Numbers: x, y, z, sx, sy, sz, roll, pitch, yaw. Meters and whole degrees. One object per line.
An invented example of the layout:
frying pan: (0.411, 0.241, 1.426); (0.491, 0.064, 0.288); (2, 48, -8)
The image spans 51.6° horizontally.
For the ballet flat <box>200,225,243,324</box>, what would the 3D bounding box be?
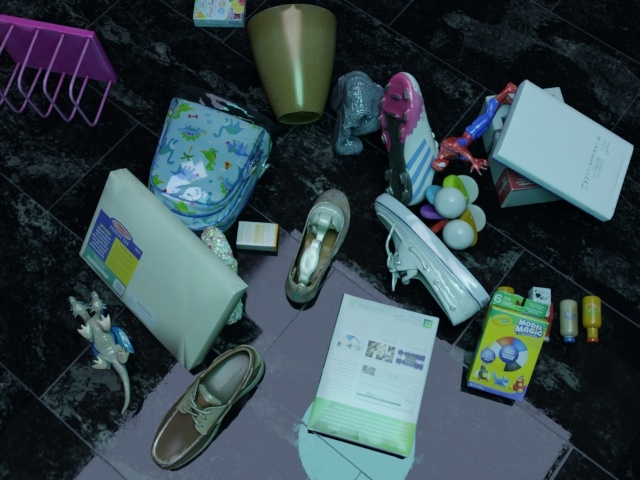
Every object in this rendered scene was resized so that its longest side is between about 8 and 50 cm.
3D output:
ballet flat: (-0.232, 0.089, 1.507); (0.091, 0.077, 0.240); (-3, 110, 28)

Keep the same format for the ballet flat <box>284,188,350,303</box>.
ballet flat: (0.000, 0.000, 1.590); (0.108, 0.106, 0.315); (15, 69, 6)

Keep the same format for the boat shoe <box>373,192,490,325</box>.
boat shoe: (0.218, 0.056, 1.562); (0.156, 0.136, 0.367); (-40, 72, -1)

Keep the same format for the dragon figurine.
dragon figurine: (-0.482, 0.241, 1.508); (0.085, 0.144, 0.289); (-30, 91, -13)

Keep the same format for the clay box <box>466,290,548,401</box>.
clay box: (0.417, 0.233, 1.470); (0.128, 0.053, 0.221); (15, 103, 6)

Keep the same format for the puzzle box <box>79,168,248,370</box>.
puzzle box: (-0.368, 0.064, 1.498); (0.409, 0.272, 0.052); (43, 34, 14)

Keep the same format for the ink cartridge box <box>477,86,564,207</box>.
ink cartridge box: (0.531, -0.238, 1.678); (0.197, 0.114, 0.272); (-8, 68, -2)

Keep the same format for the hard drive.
hard drive: (0.571, -0.209, 1.551); (0.319, 0.040, 0.210); (27, 73, -11)

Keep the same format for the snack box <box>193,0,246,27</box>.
snack box: (-0.285, -0.658, 1.884); (0.141, 0.037, 0.100); (2, 68, 1)

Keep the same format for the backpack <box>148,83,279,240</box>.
backpack: (-0.282, -0.177, 1.603); (0.290, 0.273, 0.355); (23, 83, -7)

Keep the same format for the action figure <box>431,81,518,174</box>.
action figure: (0.393, -0.238, 1.579); (0.280, 0.091, 0.139); (-39, 71, -8)

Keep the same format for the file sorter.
file sorter: (-0.718, -0.429, 1.709); (0.291, 0.202, 0.182); (11, 71, 4)

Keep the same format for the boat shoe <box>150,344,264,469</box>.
boat shoe: (-0.254, 0.353, 1.447); (0.123, 0.116, 0.324); (35, 73, 13)

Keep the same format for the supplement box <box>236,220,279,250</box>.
supplement box: (-0.155, -0.010, 1.632); (0.099, 0.036, 0.062); (5, 69, 2)

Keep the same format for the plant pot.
plant pot: (-0.064, -0.439, 1.719); (0.237, 0.237, 0.254); (-5, 84, -2)

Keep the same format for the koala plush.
koala plush: (0.154, -0.333, 1.689); (0.222, 0.203, 0.196); (2, 69, -12)

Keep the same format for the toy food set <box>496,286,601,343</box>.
toy food set: (0.513, 0.177, 1.517); (0.233, 0.111, 0.104); (7, 69, 0)

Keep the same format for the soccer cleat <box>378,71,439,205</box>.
soccer cleat: (0.223, -0.247, 1.605); (0.143, 0.331, 0.116); (-20, 29, -31)

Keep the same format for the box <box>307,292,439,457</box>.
box: (0.121, 0.301, 1.501); (0.233, 0.058, 0.321); (15, 68, 6)

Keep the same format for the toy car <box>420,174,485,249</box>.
toy car: (0.309, -0.066, 1.596); (0.136, 0.159, 0.181); (-8, 108, 33)
